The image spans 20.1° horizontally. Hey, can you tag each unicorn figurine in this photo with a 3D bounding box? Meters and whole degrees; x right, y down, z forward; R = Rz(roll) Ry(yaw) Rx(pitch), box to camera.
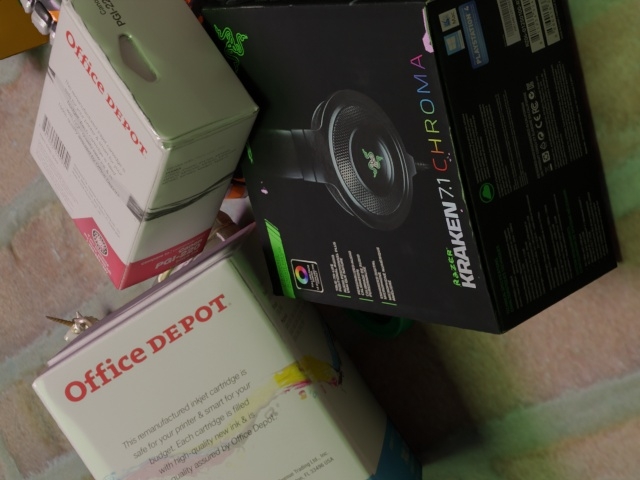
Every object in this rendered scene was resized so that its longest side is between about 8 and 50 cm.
[{"bbox_3d":[-0.231,0.143,1.946,0.162,0.060,0.111,40,142,5],"label":"unicorn figurine"}]

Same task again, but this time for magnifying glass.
[{"bbox_3d":[0.000,0.000,1.571,0.231,0.026,0.092,40,145,29],"label":"magnifying glass"}]

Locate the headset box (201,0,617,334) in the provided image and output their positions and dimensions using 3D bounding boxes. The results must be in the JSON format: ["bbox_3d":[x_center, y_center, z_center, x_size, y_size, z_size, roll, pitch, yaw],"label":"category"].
[{"bbox_3d":[0.056,-0.080,1.352,0.283,0.131,0.246,9,118,51],"label":"headset box"}]

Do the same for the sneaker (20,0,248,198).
[{"bbox_3d":[-0.125,-0.200,1.540,0.321,0.124,0.180,44,138,9],"label":"sneaker"}]

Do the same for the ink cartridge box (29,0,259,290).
[{"bbox_3d":[-0.145,-0.088,1.432,0.159,0.092,0.218,55,152,18],"label":"ink cartridge box"}]

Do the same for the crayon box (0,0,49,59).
[{"bbox_3d":[-0.351,-0.320,1.769,0.203,0.083,0.323,40,139,30],"label":"crayon box"}]

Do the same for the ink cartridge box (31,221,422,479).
[{"bbox_3d":[-0.070,0.156,1.517,0.270,0.198,0.197,57,-170,-5],"label":"ink cartridge box"}]

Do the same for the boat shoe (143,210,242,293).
[{"bbox_3d":[-0.136,0.080,1.733,0.091,0.109,0.305,55,139,13],"label":"boat shoe"}]
